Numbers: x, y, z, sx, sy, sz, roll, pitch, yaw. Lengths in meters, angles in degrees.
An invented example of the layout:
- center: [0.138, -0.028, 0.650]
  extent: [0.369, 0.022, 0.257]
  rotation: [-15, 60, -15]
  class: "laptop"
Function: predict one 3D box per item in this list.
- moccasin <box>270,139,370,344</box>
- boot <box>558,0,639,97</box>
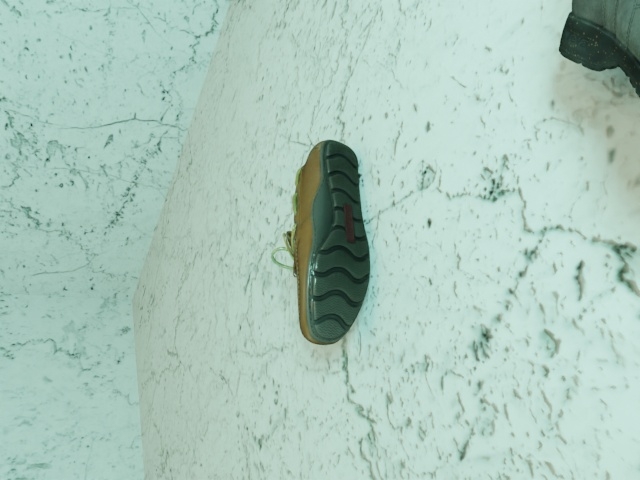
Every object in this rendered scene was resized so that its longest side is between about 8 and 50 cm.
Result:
- center: [-0.003, 0.000, 0.767]
  extent: [0.147, 0.139, 0.379]
  rotation: [-33, 55, 49]
  class: "moccasin"
- center: [0.287, -0.210, 0.277]
  extent: [0.338, 0.118, 0.222]
  rotation: [-110, 7, -51]
  class: "boot"
